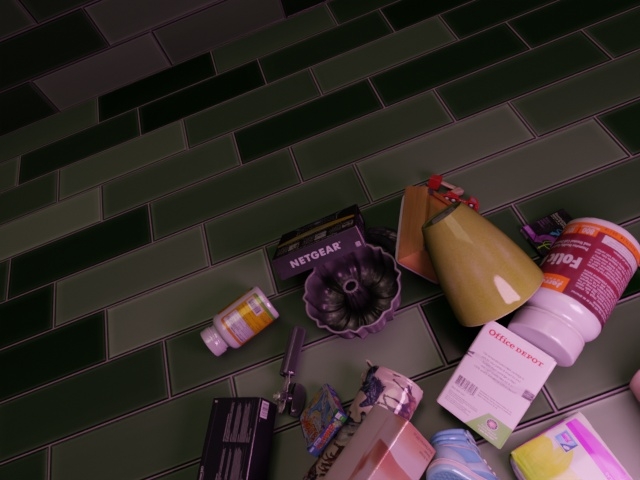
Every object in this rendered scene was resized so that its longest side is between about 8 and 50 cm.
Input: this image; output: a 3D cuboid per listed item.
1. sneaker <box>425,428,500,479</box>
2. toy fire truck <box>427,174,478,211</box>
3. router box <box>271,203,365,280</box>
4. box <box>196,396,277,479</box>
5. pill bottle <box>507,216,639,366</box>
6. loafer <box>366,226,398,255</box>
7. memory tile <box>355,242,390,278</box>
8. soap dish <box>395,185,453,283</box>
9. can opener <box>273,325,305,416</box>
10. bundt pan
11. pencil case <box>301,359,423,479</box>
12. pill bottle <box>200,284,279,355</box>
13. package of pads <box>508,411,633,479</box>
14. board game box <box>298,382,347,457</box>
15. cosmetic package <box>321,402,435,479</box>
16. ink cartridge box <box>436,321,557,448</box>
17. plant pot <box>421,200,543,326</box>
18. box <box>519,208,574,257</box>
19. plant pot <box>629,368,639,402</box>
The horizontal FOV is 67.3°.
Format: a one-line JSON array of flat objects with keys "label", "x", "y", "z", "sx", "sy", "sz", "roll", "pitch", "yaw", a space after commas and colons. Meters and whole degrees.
[{"label": "sneaker", "x": 0.418, "y": 0.604, "z": 1.242, "sx": 0.318, "sy": 0.208, "sz": 0.127, "roll": 34, "pitch": 112, "yaw": -3}, {"label": "toy fire truck", "x": 0.475, "y": -0.162, "z": 1.724, "sx": 0.191, "sy": 0.047, "sz": 0.135, "roll": 18, "pitch": 46, "yaw": 12}, {"label": "router box", "x": 0.000, "y": 0.000, "z": 1.644, "sx": 0.308, "sy": 0.081, "sz": 0.243, "roll": -22, "pitch": 18, "yaw": 13}, {"label": "box", "x": -0.244, "y": 0.603, "z": 1.412, "sx": 0.184, "sy": 0.103, "sz": 0.262, "roll": -9, "pitch": 57, "yaw": 26}, {"label": "pill bottle", "x": 0.718, "y": 0.144, "z": 1.372, "sx": 0.224, "sy": 0.224, "sz": 0.392, "roll": 31, "pitch": 71, "yaw": 29}, {"label": "loafer", "x": 0.259, "y": 0.011, "z": 1.670, "sx": 0.223, "sy": 0.076, "sz": 0.078, "roll": 19, "pitch": 58, "yaw": 21}, {"label": "memory tile", "x": 0.167, "y": 0.065, "z": 1.701, "sx": 0.148, "sy": 0.012, "sz": 0.113, "roll": 29, "pitch": 71, "yaw": 29}, {"label": "soap dish", "x": 0.367, "y": -0.020, "z": 1.571, "sx": 0.118, "sy": 0.228, "sz": 0.291, "roll": -29, "pitch": 41, "yaw": 49}, {"label": "can opener", "x": -0.087, "y": 0.416, "z": 1.536, "sx": 0.093, "sy": 0.074, "sz": 0.281, "roll": 16, "pitch": 61, "yaw": -15}, {"label": "bundt pan", "x": 0.115, "y": 0.176, "z": 1.563, "sx": 0.330, "sy": 0.124, "sz": 0.331, "roll": -13, "pitch": 51, "yaw": 17}, {"label": "pencil case", "x": 0.110, "y": 0.548, "z": 1.335, "sx": 0.183, "sy": 0.160, "sz": 0.410, "roll": 21, "pitch": 66, "yaw": 37}, {"label": "pill bottle", "x": -0.275, "y": 0.275, "z": 1.622, "sx": 0.245, "sy": 0.136, "sz": 0.136, "roll": -37, "pitch": 57, "yaw": -8}, {"label": "package of pads", "x": 0.637, "y": 0.615, "z": 1.182, "sx": 0.229, "sy": 0.101, "sz": 0.297, "roll": -29, "pitch": 56, "yaw": -3}, {"label": "board game box", "x": 0.003, "y": 0.504, "z": 1.368, "sx": 0.035, "sy": 0.201, "sz": 0.136, "roll": 38, "pitch": 87, "yaw": -11}, {"label": "cosmetic package", "x": 0.125, "y": 0.573, "z": 1.160, "sx": 0.296, "sy": 0.153, "sz": 0.129, "roll": -50, "pitch": 27, "yaw": -20}, {"label": "ink cartridge box", "x": 0.479, "y": 0.382, "z": 1.308, "sx": 0.198, "sy": 0.114, "sz": 0.273, "roll": 34, "pitch": 95, "yaw": 30}, {"label": "plant pot", "x": 0.428, "y": 0.044, "z": 1.373, "sx": 0.274, "sy": 0.275, "sz": 0.294, "roll": -37, "pitch": 94, "yaw": -8}, {"label": "box", "x": 0.763, "y": -0.027, "z": 1.582, "sx": 0.162, "sy": 0.029, "sz": 0.116, "roll": -25, "pitch": 56, "yaw": -2}, {"label": "plant pot", "x": 0.931, "y": 0.412, "z": 1.120, "sx": 0.333, "sy": 0.334, "sz": 0.306, "roll": -24, "pitch": 45, "yaw": 0}]
